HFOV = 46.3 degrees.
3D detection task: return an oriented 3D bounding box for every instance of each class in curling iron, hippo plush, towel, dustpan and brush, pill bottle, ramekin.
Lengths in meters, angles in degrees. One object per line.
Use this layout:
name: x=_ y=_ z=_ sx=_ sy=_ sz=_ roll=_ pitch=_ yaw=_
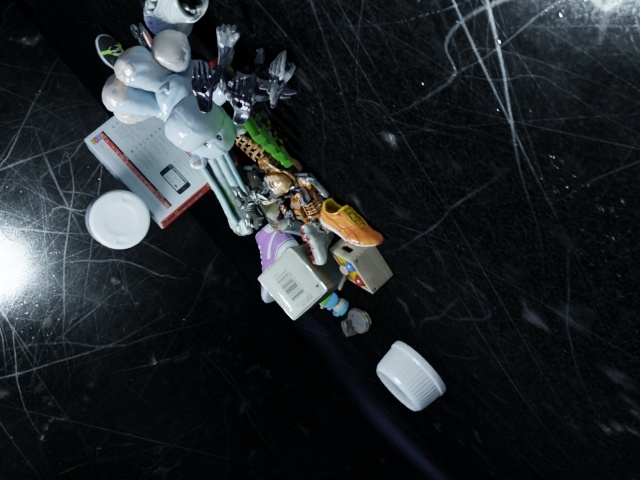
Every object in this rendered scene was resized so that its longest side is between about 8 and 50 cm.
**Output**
curling iron: x=-0.430 y=-0.477 z=2.047 sx=0.274 sy=0.035 sz=0.068 roll=57 pitch=168 yaw=-32
hippo plush: x=-0.300 y=-0.259 z=1.568 sx=0.237 sy=0.234 sz=0.294 roll=59 pitch=-174 yaw=15
towel: x=-0.269 y=-0.184 z=1.998 sx=0.375 sy=0.090 sz=0.320 roll=63 pitch=176 yaw=-1
dustpan and brush: x=-0.305 y=-0.397 z=1.789 sx=0.147 sy=0.060 sz=0.211 roll=-30 pitch=96 yaw=41
pill bottle: x=-0.580 y=-0.062 z=2.122 sx=0.160 sy=0.160 sz=0.283 roll=52 pitch=166 yaw=-15
ramekin: x=0.261 y=0.409 z=2.225 sx=0.207 sy=0.109 sz=0.207 roll=45 pitch=167 yaw=14

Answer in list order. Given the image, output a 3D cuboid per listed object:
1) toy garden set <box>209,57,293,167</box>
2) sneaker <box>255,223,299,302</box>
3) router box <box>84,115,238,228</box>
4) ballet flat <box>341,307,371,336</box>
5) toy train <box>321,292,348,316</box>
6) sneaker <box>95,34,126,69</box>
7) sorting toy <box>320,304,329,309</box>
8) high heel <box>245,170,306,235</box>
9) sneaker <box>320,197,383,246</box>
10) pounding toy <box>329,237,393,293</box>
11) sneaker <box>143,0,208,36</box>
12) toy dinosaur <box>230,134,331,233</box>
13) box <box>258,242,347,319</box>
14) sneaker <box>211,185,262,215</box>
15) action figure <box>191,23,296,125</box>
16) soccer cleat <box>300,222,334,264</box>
toy garden set: x=-0.135 y=-0.276 z=1.592 sx=0.204 sy=0.049 sz=0.244 roll=58 pitch=-173 yaw=14
sneaker: x=-0.157 y=0.062 z=2.441 sx=0.161 sy=0.102 sz=0.282 roll=47 pitch=133 yaw=31
router box: x=-0.461 y=-0.257 z=2.194 sx=0.335 sy=0.301 sz=0.082 roll=47 pitch=167 yaw=6
ballet flat: x=0.121 y=0.260 z=2.383 sx=0.250 sy=0.058 sz=0.084 roll=123 pitch=126 yaw=-71
toy train: x=-0.008 y=0.167 z=2.453 sx=0.143 sy=0.105 sz=0.248 roll=35 pitch=177 yaw=-22
sneaker: x=-0.593 y=-0.553 z=2.314 sx=0.235 sy=0.084 sz=0.097 roll=49 pitch=143 yaw=-10
sorting toy: x=0.038 y=0.216 z=2.553 sx=0.075 sy=0.045 sz=0.083 roll=19 pitch=155 yaw=25
high heel: x=-0.152 y=-0.104 z=2.093 sx=0.261 sy=0.093 sz=0.186 roll=47 pitch=165 yaw=-28
sneaker: x=0.066 y=-0.038 z=1.673 sx=0.175 sy=0.064 sz=0.068 roll=29 pitch=131 yaw=29
pounding toy: x=0.084 y=0.064 z=1.816 sx=0.141 sy=0.100 sz=0.130 roll=27 pitch=155 yaw=57
sneaker: x=-0.279 y=-0.464 z=1.477 sx=0.118 sy=0.110 sz=0.292 roll=38 pitch=166 yaw=4
toy dinosaur: x=-0.092 y=-0.140 z=1.780 sx=0.218 sy=0.164 sz=0.322 roll=-20 pitch=100 yaw=50
box: x=-0.032 y=0.094 z=1.960 sx=0.148 sy=0.121 sz=0.311 roll=48 pitch=-167 yaw=7
sneaker: x=-0.260 y=-0.147 z=2.403 sx=0.222 sy=0.083 sz=0.118 roll=38 pitch=-176 yaw=10
action figure: x=-0.129 y=-0.304 z=1.364 sx=0.164 sy=0.141 sz=0.276 roll=20 pitch=-154 yaw=3
soccer cleat: x=0.000 y=0.000 z=1.865 sx=0.196 sy=0.076 sz=0.068 roll=-113 pitch=15 yaw=-65
